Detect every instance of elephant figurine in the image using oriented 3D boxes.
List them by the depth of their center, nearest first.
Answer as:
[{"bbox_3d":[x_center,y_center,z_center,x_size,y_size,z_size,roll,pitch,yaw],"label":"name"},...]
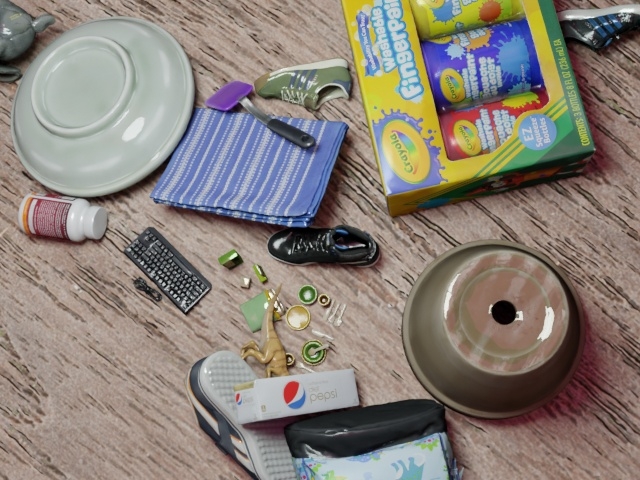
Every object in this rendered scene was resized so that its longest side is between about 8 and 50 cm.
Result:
[{"bbox_3d":[-0.690,-0.401,1.632,0.186,0.239,0.169,34,62,-17],"label":"elephant figurine"}]

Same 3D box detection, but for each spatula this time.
[{"bbox_3d":[-0.112,-0.240,1.519,0.084,0.030,0.296,-44,55,-16],"label":"spatula"}]

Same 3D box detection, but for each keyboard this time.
[{"bbox_3d":[-0.307,0.066,1.539,0.180,0.023,0.108,43,86,14],"label":"keyboard"}]

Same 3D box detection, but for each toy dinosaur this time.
[{"bbox_3d":[-0.096,0.196,1.461,0.112,0.064,0.211,-15,79,4],"label":"toy dinosaur"}]

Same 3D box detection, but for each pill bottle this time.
[{"bbox_3d":[-0.502,-0.044,1.554,0.152,0.086,0.086,8,79,10],"label":"pill bottle"}]

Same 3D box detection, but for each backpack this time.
[{"bbox_3d":[0.109,0.467,1.302,0.290,0.273,0.355,-6,91,-9],"label":"backpack"}]

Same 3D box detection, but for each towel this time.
[{"bbox_3d":[-0.133,-0.148,1.492,0.336,0.040,0.243,9,59,20],"label":"towel"}]

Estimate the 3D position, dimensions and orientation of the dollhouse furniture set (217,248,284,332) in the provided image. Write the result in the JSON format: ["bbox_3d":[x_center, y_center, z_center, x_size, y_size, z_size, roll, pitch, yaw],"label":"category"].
[{"bbox_3d":[-0.133,0.091,1.492,0.076,0.058,0.152,-30,76,1],"label":"dollhouse furniture set"}]

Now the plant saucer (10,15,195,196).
[{"bbox_3d":[-0.451,-0.286,1.566,0.400,0.100,0.400,-4,72,12],"label":"plant saucer"}]

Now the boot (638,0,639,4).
[{"bbox_3d":[0.729,-0.381,1.467,0.236,0.089,0.269,-5,76,6],"label":"boot"}]

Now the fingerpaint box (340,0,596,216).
[{"bbox_3d":[0.256,-0.308,1.472,0.371,0.163,0.445,-12,77,5],"label":"fingerpaint box"}]

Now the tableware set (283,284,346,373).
[{"bbox_3d":[-0.023,0.165,1.480,0.104,0.024,0.154,23,82,12],"label":"tableware set"}]

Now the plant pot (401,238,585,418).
[{"bbox_3d":[0.290,0.135,1.316,0.323,0.280,0.323,-2,78,8],"label":"plant pot"}]

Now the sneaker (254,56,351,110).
[{"bbox_3d":[-0.030,-0.295,1.556,0.192,0.064,0.086,-13,72,1],"label":"sneaker"}]

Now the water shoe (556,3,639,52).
[{"bbox_3d":[0.535,-0.393,1.495,0.203,0.073,0.080,4,90,30],"label":"water shoe"}]

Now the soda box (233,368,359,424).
[{"bbox_3d":[-0.040,0.268,1.370,0.216,0.074,0.069,0,74,-39],"label":"soda box"}]

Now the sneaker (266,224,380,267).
[{"bbox_3d":[0.000,0.000,1.462,0.217,0.121,0.079,3,78,8],"label":"sneaker"}]

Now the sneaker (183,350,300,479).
[{"bbox_3d":[-0.120,0.337,1.414,0.126,0.127,0.321,-38,98,-38],"label":"sneaker"}]
